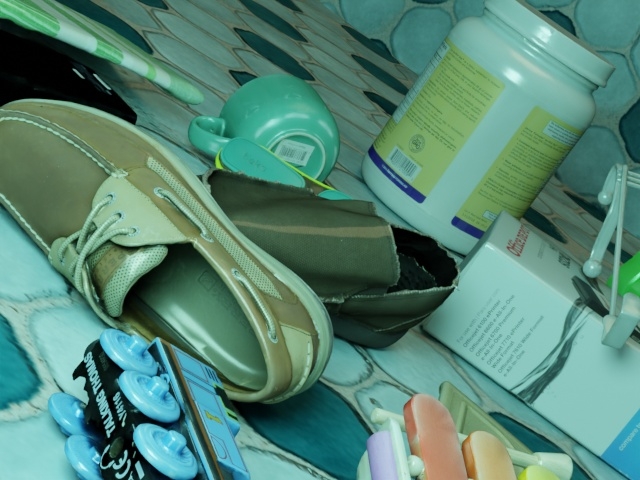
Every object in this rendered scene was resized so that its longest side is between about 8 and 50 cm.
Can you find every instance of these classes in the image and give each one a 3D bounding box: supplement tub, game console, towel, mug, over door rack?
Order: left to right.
[{"bbox_3d":[-0.312,-0.246,1.504,0.325,0.038,0.248,22,9,-43],"label":"towel"},{"bbox_3d":[-0.229,-0.101,1.285,0.361,0.044,0.213,43,17,34],"label":"game console"},{"bbox_3d":[-0.055,-0.106,1.548,0.129,0.158,0.097,64,-3,-37],"label":"mug"},{"bbox_3d":[0.238,-0.167,1.939,0.241,0.331,0.241,33,15,-10],"label":"supplement tub"},{"bbox_3d":[0.414,0.055,1.481,0.240,0.108,0.324,17,34,0],"label":"over door rack"}]

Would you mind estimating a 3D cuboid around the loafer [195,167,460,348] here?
[{"bbox_3d":[0.000,0.000,1.218,0.366,0.130,0.133,15,50,-53],"label":"loafer"}]

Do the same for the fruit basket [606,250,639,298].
[{"bbox_3d":[0.539,0.104,1.832,0.392,0.283,0.392,49,6,-7],"label":"fruit basket"}]

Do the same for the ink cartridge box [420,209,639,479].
[{"bbox_3d":[0.285,0.116,1.550,0.307,0.129,0.223,36,16,4],"label":"ink cartridge box"}]

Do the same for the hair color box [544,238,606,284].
[{"bbox_3d":[0.386,0.068,2.075,0.167,0.053,0.093,38,14,17],"label":"hair color box"}]

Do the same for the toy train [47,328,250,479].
[{"bbox_3d":[-0.094,0.125,0.807,0.105,0.080,0.184,32,13,-33],"label":"toy train"}]

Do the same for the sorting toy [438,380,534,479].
[{"bbox_3d":[0.202,0.259,1.118,0.307,0.041,0.229,40,17,-4],"label":"sorting toy"}]

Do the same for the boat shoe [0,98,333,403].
[{"bbox_3d":[-0.133,0.005,1.017,0.324,0.123,0.116,35,17,7],"label":"boat shoe"}]

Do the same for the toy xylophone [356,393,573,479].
[{"bbox_3d":[0.142,0.208,0.943,0.323,0.081,0.236,19,38,-34],"label":"toy xylophone"}]

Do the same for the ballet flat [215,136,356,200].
[{"bbox_3d":[-0.018,-0.027,1.453,0.231,0.077,0.077,35,58,20],"label":"ballet flat"}]
